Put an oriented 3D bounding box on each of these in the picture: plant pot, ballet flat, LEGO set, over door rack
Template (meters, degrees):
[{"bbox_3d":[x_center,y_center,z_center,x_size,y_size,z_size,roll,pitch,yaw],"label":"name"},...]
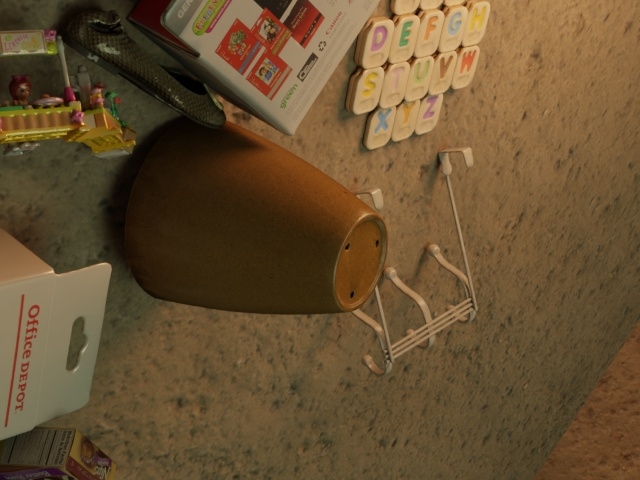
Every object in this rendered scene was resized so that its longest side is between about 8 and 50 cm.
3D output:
[{"bbox_3d":[-0.059,-0.006,1.350,0.237,0.254,0.237,-35,134,-46],"label":"plant pot"},{"bbox_3d":[-0.179,-0.188,1.250,0.250,0.084,0.058,28,95,-51],"label":"ballet flat"},{"bbox_3d":[-0.270,-0.145,1.152,0.287,0.132,0.107,-7,84,-55],"label":"LEGO set"},{"bbox_3d":[0.141,0.024,1.835,0.239,0.108,0.324,-27,122,-39],"label":"over door rack"}]

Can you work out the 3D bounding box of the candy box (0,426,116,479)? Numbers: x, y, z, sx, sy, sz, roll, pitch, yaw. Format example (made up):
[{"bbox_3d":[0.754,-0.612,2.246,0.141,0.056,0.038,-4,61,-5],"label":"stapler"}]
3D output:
[{"bbox_3d":[-0.342,0.254,1.306,0.109,0.186,0.053,63,32,-53],"label":"candy box"}]

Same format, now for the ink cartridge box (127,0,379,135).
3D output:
[{"bbox_3d":[-0.054,-0.318,1.254,0.309,0.130,0.272,-57,146,-2],"label":"ink cartridge box"}]

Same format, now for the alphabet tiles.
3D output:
[{"bbox_3d":[0.146,-0.268,1.658,0.284,0.021,0.278,-20,131,-43],"label":"alphabet tiles"}]

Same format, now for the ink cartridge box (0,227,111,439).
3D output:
[{"bbox_3d":[-0.399,0.112,1.167,0.353,0.119,0.207,-13,126,-46],"label":"ink cartridge box"}]
